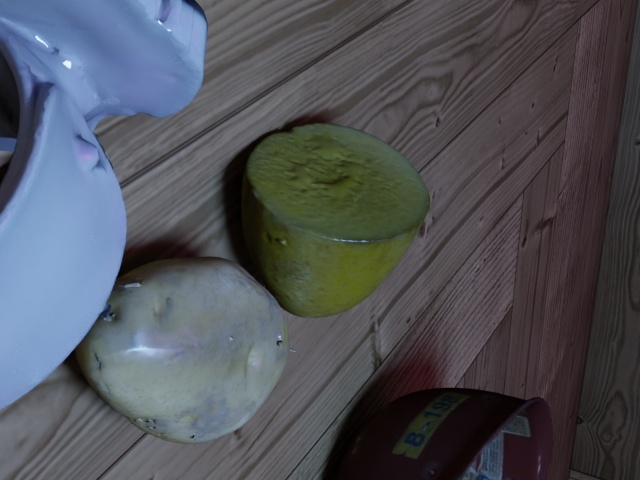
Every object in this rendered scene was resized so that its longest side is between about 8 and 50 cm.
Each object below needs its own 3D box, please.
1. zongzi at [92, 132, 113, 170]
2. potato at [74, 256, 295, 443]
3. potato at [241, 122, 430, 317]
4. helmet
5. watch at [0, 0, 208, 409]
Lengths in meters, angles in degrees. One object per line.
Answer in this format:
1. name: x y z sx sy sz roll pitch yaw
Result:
1. zongzi: -0.186 -0.009 0.744 0.109 0.055 0.119 -55 160 -40
2. potato: -0.103 0.085 0.874 0.235 0.128 0.161 54 50 -53
3. potato: 0.000 0.000 1.028 0.203 0.178 0.158 -82 -172 -59
4. helmet: 0.129 0.341 1.385 0.385 0.230 0.338 -41 138 -38
5. watch: -0.186 -0.035 0.495 0.196 0.244 0.231 64 39 -56
